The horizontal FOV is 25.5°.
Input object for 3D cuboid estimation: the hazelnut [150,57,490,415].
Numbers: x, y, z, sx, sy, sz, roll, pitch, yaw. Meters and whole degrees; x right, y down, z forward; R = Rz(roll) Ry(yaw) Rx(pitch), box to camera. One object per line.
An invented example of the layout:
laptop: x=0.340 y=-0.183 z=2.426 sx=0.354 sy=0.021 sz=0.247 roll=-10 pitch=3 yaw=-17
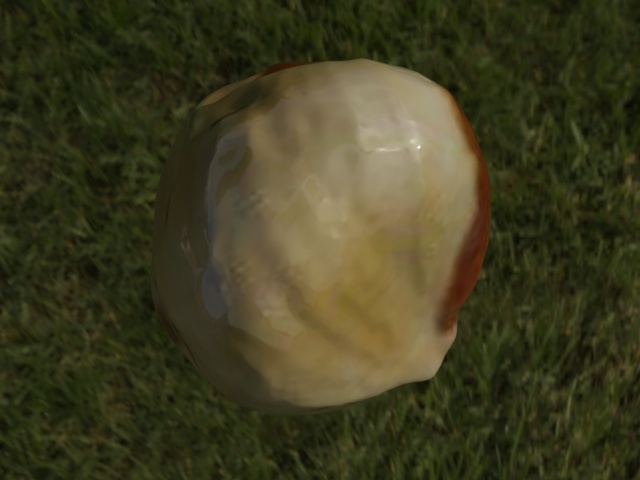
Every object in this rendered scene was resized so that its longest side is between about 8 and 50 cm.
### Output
hazelnut: x=0.000 y=0.000 z=0.980 sx=0.261 sy=0.261 sz=0.241 roll=-40 pitch=106 yaw=-8
